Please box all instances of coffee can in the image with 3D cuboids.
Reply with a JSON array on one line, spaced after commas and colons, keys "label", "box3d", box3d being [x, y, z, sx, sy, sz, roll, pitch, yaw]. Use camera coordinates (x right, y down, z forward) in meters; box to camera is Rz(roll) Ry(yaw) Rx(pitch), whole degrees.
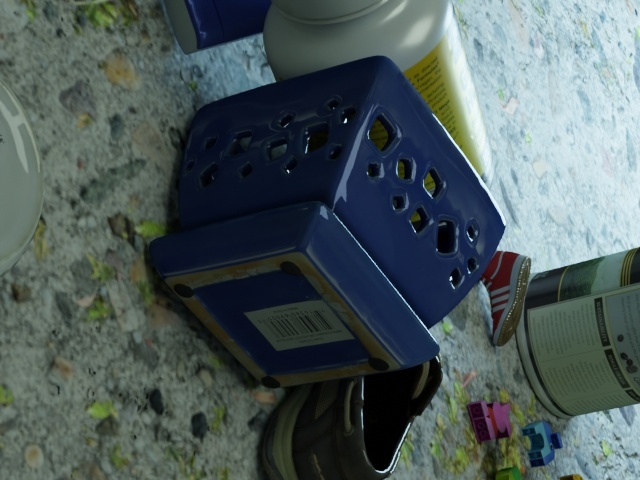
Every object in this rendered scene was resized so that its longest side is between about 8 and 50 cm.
[{"label": "coffee can", "box3d": [0.417, 0.107, 1.859, 0.201, 0.275, 0.202, 30, 52, -48]}]

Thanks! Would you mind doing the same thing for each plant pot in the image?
[{"label": "plant pot", "box3d": [0.000, 0.000, 1.334, 0.236, 0.236, 0.212, 51, 44, -31]}]

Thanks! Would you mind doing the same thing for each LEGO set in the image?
[{"label": "LEGO set", "box3d": [0.263, 0.285, 1.725, 0.093, 0.087, 0.227, -18, 92, -57]}]

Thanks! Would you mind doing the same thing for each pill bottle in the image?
[{"label": "pill bottle", "box3d": [0.054, -0.164, 1.439, 0.334, 0.187, 0.188, 68, 28, -45]}]

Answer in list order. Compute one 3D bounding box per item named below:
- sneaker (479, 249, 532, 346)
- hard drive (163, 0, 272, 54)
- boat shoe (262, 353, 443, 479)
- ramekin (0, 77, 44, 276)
[{"label": "sneaker", "box3d": [0.217, 0.068, 1.804, 0.042, 0.067, 0.119, 1, 105, -58]}, {"label": "hard drive", "box3d": [-0.044, -0.328, 1.495, 0.318, 0.040, 0.210, -23, 95, -39]}, {"label": "boat shoe", "box3d": [0.063, 0.131, 1.453, 0.132, 0.130, 0.355, 53, 38, -28]}, {"label": "ramekin", "box3d": [-0.292, -0.047, 1.025, 0.207, 0.109, 0.207, 29, 53, -47]}]
